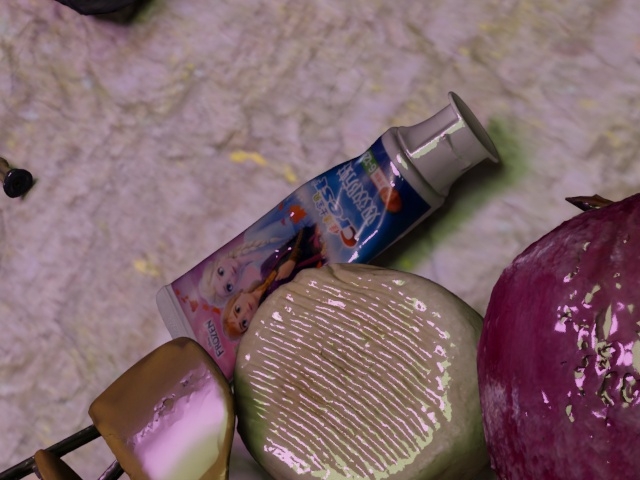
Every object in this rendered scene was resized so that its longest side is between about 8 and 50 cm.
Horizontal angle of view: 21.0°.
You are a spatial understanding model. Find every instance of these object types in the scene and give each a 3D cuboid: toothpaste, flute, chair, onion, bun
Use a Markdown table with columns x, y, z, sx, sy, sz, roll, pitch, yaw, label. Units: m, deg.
| x | y | z | sx | sy | sz | roll | pitch | yaw | label |
| --- | --- | --- | --- | --- | --- | --- | --- | --- | --- |
| 0.000 | 0.000 | 1.174 | 0.266 | 0.061 | 0.096 | -37 | 58 | 16 | toothpaste |
| -0.312 | -0.094 | 1.386 | 0.233 | 0.027 | 0.027 | 31 | 85 | 34 | flute |
| -0.135 | 0.194 | 1.078 | 0.247 | 0.172 | 0.159 | -36 | 47 | -8 | chair |
| 0.211 | 0.126 | 0.911 | 0.267 | 0.159 | 0.349 | 1 | 76 | 10 | onion |
| 0.035 | 0.096 | 1.073 | 0.166 | 0.113 | 0.173 | -28 | 57 | 6 | bun |

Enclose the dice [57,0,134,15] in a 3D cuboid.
| x | y | z | sx | sy | sz | roll | pitch | yaw | label |
| --- | --- | --- | --- | --- | --- | --- | --- | --- | --- |
| -0.202 | -0.293 | 1.324 | 0.182 | 0.181 | 0.183 | 34 | 86 | 32 | dice |
